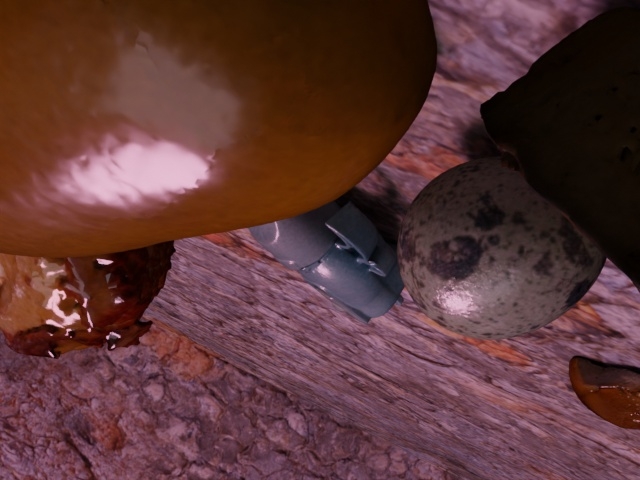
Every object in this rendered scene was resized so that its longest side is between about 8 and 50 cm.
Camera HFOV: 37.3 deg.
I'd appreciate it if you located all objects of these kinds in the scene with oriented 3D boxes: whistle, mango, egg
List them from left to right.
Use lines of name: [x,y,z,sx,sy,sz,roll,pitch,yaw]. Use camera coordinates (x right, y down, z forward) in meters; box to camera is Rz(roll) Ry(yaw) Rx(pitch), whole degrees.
mango: [-0.143,-0.123,0.507,0.445,0.232,0.300,13,130,39]
whistle: [0.000,0.000,0.934,0.274,0.093,0.186,38,171,-39]
egg: [0.131,0.004,0.683,0.132,0.132,0.172,34,153,-23]

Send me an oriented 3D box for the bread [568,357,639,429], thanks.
bread: [0.340,0.178,1.059,0.129,0.044,0.126,39,159,-27]

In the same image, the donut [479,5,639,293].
donut: [0.200,-0.014,0.444,0.272,0.107,0.272,37,-165,-12]

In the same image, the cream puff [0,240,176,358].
cream puff: [-0.282,-0.036,1.007,0.350,0.228,0.351,23,128,33]
